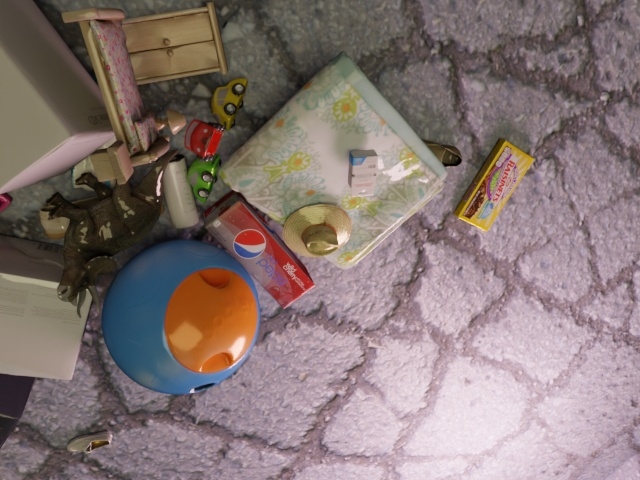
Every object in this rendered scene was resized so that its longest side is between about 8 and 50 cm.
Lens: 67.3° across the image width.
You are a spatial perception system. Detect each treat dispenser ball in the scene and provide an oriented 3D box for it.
[{"bbox_3d":[-0.259,0.142,0.914,0.288,0.288,0.288,-7,116,-14],"label":"treat dispenser ball"}]

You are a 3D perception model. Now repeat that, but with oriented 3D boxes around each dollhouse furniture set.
[{"bbox_3d":[-0.232,-0.284,0.677,0.174,0.355,0.303,-12,116,-5],"label":"dollhouse furniture set"}]

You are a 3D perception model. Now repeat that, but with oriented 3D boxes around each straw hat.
[{"bbox_3d":[0.000,0.000,0.950,0.145,0.061,0.144,-7,128,-9],"label":"straw hat"}]

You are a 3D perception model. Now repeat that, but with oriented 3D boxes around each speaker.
[{"bbox_3d":[-0.275,-0.093,0.932,0.055,0.055,0.136,-13,117,-11],"label":"speaker"}]

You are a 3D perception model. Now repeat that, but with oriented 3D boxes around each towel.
[{"bbox_3d":[0.044,-0.129,0.954,0.320,0.090,0.374,-42,126,14],"label":"towel"}]

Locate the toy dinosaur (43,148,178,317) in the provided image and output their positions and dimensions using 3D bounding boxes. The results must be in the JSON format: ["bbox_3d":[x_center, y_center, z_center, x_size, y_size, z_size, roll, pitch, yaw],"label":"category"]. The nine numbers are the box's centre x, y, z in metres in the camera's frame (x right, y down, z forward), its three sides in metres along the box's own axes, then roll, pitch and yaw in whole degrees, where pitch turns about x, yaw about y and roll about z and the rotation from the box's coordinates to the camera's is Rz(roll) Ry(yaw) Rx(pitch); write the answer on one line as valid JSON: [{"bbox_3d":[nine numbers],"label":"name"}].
[{"bbox_3d":[-0.360,-0.040,0.834,0.313,0.121,0.160,-51,129,-24],"label":"toy dinosaur"}]

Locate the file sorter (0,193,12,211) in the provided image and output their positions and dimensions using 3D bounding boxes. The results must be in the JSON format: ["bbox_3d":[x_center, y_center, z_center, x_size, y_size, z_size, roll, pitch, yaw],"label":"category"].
[{"bbox_3d":[-0.692,-0.062,0.732,0.202,0.182,0.290,-40,123,3],"label":"file sorter"}]

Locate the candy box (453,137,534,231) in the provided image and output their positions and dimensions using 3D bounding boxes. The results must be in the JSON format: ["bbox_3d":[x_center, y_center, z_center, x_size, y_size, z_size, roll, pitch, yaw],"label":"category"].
[{"bbox_3d":[0.413,-0.129,1.148,0.105,0.027,0.206,21,106,-28],"label":"candy box"}]

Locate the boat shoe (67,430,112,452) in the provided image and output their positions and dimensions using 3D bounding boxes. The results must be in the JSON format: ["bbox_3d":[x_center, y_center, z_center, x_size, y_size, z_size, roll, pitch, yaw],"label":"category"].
[{"bbox_3d":[-0.540,0.477,1.123,0.100,0.035,0.035,-9,116,-14],"label":"boat shoe"}]

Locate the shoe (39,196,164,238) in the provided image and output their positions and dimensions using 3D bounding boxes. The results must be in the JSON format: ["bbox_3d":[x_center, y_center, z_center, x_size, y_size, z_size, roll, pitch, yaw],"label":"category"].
[{"bbox_3d":[-0.407,-0.052,0.898,0.219,0.076,0.058,-11,122,-10],"label":"shoe"}]

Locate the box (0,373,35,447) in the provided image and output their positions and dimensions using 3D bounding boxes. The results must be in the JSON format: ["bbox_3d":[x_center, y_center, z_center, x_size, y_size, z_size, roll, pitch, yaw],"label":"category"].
[{"bbox_3d":[-0.787,0.334,0.899,0.343,0.179,0.312,31,101,-27],"label":"box"}]

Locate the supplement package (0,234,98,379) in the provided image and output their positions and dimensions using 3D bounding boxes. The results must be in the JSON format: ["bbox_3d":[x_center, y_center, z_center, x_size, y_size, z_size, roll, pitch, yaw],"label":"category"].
[{"bbox_3d":[-0.535,0.123,0.896,0.194,0.149,0.203,15,109,-23],"label":"supplement package"}]

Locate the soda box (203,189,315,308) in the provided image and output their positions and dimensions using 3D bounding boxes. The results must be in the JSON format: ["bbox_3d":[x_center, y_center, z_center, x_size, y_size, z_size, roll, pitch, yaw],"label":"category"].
[{"bbox_3d":[-0.126,0.020,1.015,0.092,0.083,0.263,-37,120,3],"label":"soda box"}]

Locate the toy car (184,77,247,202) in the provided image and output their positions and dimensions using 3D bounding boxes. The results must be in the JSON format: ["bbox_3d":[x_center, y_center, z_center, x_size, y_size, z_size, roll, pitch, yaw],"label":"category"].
[{"bbox_3d":[-0.205,-0.164,0.870,0.053,0.239,0.225,21,131,-7],"label":"toy car"}]

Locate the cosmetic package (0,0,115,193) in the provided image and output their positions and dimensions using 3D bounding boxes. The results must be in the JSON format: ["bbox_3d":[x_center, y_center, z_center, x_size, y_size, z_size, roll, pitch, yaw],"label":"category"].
[{"bbox_3d":[-0.471,-0.262,0.661,0.155,0.197,0.365,-33,106,10],"label":"cosmetic package"}]

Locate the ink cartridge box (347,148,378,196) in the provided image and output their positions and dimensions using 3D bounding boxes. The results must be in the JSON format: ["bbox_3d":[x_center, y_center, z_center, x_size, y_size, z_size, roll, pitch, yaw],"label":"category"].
[{"bbox_3d":[0.077,-0.125,0.895,0.048,0.028,0.083,-6,128,-11],"label":"ink cartridge box"}]

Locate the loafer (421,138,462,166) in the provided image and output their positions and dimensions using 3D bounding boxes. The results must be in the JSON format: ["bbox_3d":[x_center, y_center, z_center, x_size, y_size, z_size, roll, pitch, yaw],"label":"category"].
[{"bbox_3d":[0.249,-0.189,1.055,0.148,0.050,0.056,-2,114,-17],"label":"loafer"}]

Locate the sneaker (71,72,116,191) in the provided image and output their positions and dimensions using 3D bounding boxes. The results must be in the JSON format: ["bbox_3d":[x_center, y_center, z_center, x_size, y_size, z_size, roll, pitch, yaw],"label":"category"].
[{"bbox_3d":[-0.375,-0.194,0.846,0.092,0.087,0.228,8,117,-32],"label":"sneaker"}]
